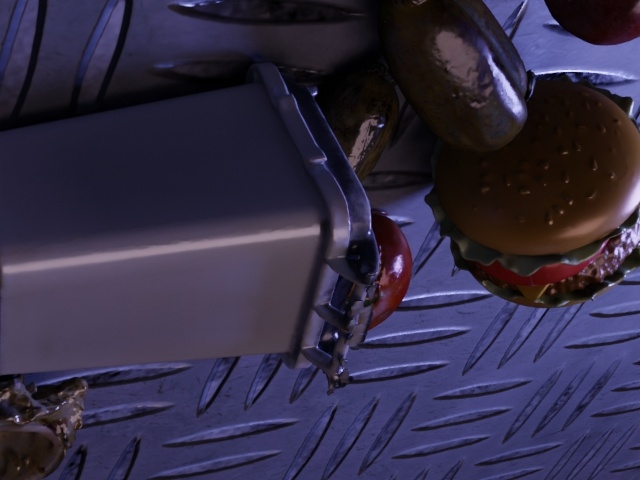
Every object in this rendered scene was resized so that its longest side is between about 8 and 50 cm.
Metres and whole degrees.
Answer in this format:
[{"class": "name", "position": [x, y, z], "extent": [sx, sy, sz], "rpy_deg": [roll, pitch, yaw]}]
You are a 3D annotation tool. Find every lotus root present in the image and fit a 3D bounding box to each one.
[{"class": "lotus root", "position": [0.138, -0.187, 1.311], "extent": [0.123, 0.124, 0.241], "rpy_deg": [-22, 133, 24]}, {"class": "lotus root", "position": [0.028, -0.115, 1.364], "extent": [0.089, 0.080, 0.179], "rpy_deg": [-11, 134, -61]}]

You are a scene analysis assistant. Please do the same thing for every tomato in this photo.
[{"class": "tomato", "position": [0.021, 0.063, 1.598], "extent": [0.225, 0.085, 0.225], "rpy_deg": [-20, 146, -14]}]

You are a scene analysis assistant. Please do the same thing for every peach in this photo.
[{"class": "peach", "position": [0.304, -0.280, 1.346], "extent": [0.152, 0.152, 0.152], "rpy_deg": [-22, 145, -16]}]

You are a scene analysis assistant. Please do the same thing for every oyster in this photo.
[{"class": "oyster", "position": [-0.443, 0.242, 1.438], "extent": [0.361, 0.096, 0.221], "rpy_deg": [-38, 141, 8]}]

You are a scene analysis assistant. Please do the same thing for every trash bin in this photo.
[{"class": "trash bin", "position": [-0.149, 0.008, 1.219], "extent": [0.367, 0.296, 0.256], "rpy_deg": [-8, 141, -23]}]

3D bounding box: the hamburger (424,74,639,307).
[{"class": "hamburger", "position": [0.260, -0.065, 1.460], "extent": [0.274, 0.274, 0.212], "rpy_deg": [-33, 149, 0]}]

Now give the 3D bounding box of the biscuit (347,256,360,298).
[{"class": "biscuit", "position": [0.000, 0.000, 1.463], "extent": [0.118, 0.061, 0.183], "rpy_deg": [-17, 117, 0]}]
